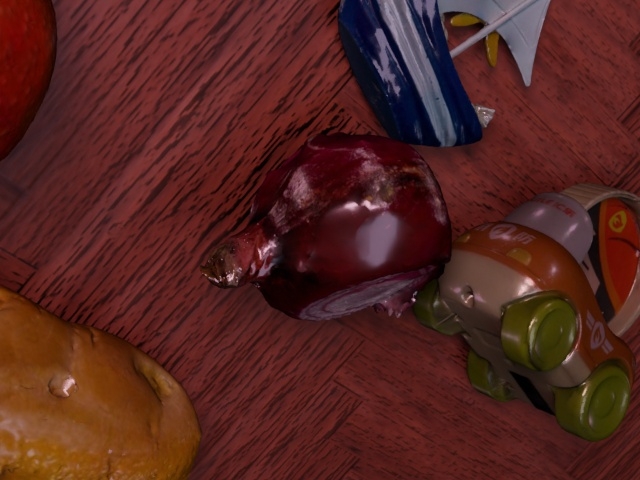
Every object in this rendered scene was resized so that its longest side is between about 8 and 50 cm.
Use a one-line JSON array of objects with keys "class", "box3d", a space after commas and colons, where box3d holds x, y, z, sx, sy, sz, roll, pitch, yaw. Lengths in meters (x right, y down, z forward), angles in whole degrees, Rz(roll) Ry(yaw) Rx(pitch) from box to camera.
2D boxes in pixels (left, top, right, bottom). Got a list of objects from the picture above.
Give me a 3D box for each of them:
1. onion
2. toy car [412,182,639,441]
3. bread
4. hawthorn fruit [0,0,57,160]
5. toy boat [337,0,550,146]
[{"class": "onion", "box3d": [-0.004, -0.014, 0.875, 0.198, 0.135, 0.173, -1, 154, -32]}, {"class": "toy car", "box3d": [0.221, 0.040, 1.042, 0.235, 0.145, 0.235, -12, 110, -36]}, {"class": "bread", "box3d": [-0.266, 0.209, 0.861, 0.328, 0.148, 0.337, 27, 102, -31]}, {"class": "hawthorn fruit", "box3d": [-0.240, -0.111, 0.649, 0.196, 0.225, 0.196, -15, 131, -18]}, {"class": "toy boat", "box3d": [0.154, -0.204, 0.892, 0.291, 0.067, 0.220, -33, 127, -8]}]
